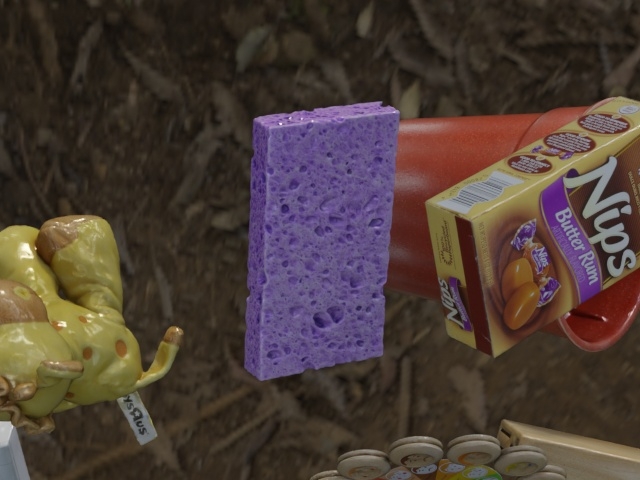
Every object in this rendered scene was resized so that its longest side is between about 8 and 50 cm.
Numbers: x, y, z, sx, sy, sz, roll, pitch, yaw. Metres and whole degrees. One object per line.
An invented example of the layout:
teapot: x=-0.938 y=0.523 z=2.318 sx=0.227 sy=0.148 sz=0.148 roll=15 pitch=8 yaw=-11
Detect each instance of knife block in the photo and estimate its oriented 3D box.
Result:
knife block: x=0.344 y=0.252 z=1.715 sx=0.242 sy=0.088 sz=0.275 roll=-32 pitch=98 yaw=-5

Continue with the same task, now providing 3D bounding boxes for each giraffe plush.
giraffe plush: x=-0.230 y=0.087 z=1.325 sx=0.210 sy=0.170 sz=0.181 roll=46 pitch=109 yaw=13

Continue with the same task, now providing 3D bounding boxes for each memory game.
memory game: x=0.081 y=0.178 z=1.183 sx=0.186 sy=0.186 sz=0.012 roll=3 pitch=59 yaw=-9

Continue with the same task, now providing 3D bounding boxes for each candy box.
candy box: x=0.164 y=-0.013 z=1.159 sx=0.187 sy=0.109 sz=0.053 roll=-30 pitch=33 yaw=-28

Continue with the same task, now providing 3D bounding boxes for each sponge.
sponge: x=0.000 y=0.000 z=1.325 sx=0.117 sy=0.210 sz=0.031 roll=-8 pitch=23 yaw=-29

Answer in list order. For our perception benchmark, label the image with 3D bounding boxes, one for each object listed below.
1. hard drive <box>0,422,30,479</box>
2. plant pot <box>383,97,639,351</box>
hard drive: x=-0.377 y=0.264 z=1.651 sx=0.203 sy=0.307 sz=0.040 roll=6 pitch=49 yaw=6
plant pot: x=0.200 y=-0.030 z=1.869 sx=0.265 sy=0.272 sz=0.272 roll=7 pitch=57 yaw=35
